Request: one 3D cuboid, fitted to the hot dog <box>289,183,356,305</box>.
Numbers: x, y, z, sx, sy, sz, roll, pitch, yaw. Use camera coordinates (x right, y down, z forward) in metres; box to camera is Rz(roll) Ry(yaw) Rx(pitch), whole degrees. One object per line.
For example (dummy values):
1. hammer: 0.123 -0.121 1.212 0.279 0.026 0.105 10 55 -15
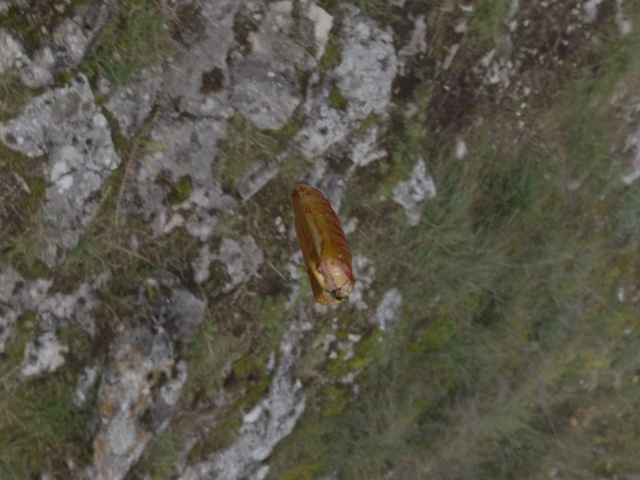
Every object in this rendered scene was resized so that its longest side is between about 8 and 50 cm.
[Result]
1. hot dog: 0.002 -0.001 0.701 0.038 0.144 0.062 -11 125 -5
